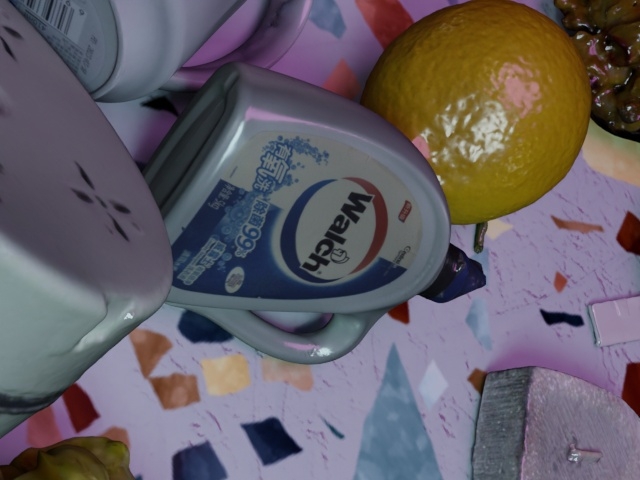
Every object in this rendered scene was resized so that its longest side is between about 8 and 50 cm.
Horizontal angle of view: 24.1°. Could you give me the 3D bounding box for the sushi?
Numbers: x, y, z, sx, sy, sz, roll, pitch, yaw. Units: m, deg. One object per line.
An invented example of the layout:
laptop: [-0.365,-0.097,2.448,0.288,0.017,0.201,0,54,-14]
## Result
sushi: [0.357,-0.198,1.476,0.204,0.213,0.200,23,41,-44]

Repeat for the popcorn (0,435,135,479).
popcorn: [-0.191,0.248,0.944,0.256,0.195,0.255,11,80,-33]

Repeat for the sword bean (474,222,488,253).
sword bean: [0.152,-0.026,1.378,0.012,0.012,0.083,29,63,-26]

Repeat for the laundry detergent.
laundry detergent: [0.000,0.000,1.158,0.280,0.215,0.105,26,21,-30]

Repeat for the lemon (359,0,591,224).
lemon: [0.130,-0.109,1.279,0.244,0.187,0.187,-33,97,-28]

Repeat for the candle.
candle: [0.203,0.186,1.317,0.192,0.068,0.168,-32,99,-39]

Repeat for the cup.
cup: [-0.117,-0.240,1.130,0.327,0.237,0.323,-52,138,-35]

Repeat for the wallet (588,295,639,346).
wallet: [0.292,0.078,1.449,0.083,0.011,0.044,-6,80,-37]

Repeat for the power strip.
power strip: [-0.259,-0.052,0.892,0.357,0.161,0.357,48,13,-15]
